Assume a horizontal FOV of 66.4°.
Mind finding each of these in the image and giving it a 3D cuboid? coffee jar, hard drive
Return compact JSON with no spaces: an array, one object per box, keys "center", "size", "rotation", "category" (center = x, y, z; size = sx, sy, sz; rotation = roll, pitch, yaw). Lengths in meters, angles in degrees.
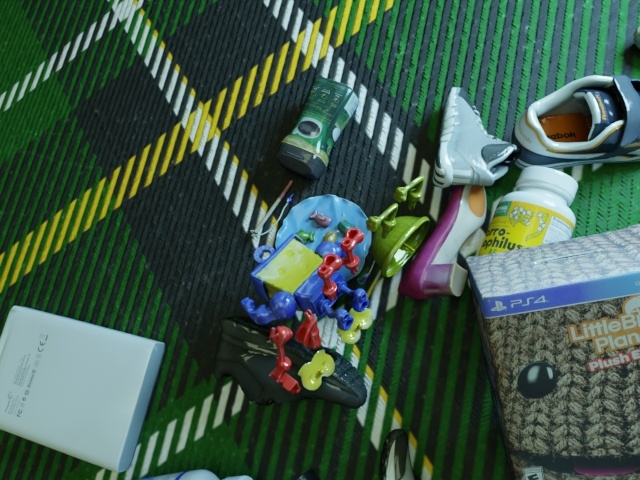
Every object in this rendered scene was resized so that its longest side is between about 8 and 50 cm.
[{"center":[-0.007,-0.210,0.929],"size":[0.096,0.079,0.184],"rotation":[25,82,17],"category":"coffee jar"},{"center":[-0.492,0.275,0.951],"size":[0.354,0.047,0.232],"rotation":[9,78,18],"category":"hard drive"}]

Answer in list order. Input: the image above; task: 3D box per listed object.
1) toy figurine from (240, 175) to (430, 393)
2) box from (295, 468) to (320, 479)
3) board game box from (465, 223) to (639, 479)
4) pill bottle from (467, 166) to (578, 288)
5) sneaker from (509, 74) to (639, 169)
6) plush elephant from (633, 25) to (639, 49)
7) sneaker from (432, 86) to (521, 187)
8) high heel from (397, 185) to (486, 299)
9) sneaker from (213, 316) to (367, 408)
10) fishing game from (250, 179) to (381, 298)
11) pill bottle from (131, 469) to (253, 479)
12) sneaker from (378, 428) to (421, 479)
[{"center":[-0.015,0.027,0.769],"size":[0.217,0.191,0.362],"rotation":[26,61,35],"category":"toy figurine"},{"center":[-0.017,0.420,0.775],"size":[0.062,0.052,0.083],"rotation":[-43,69,2],"category":"box"},{"center":[0.338,0.154,0.632],"size":[0.232,0.141,0.290],"rotation":[-13,105,12],"category":"board game box"},{"center":[0.321,-0.003,0.761],"size":[0.118,0.117,0.208],"rotation":[22,83,20],"category":"pill bottle"},{"center":[0.471,-0.191,0.768],"size":[0.322,0.127,0.126],"rotation":[-14,71,10],"category":"sneaker"},{"center":[0.697,-0.400,0.689],"size":[0.272,0.255,0.330],"rotation":[42,89,21],"category":"plush elephant"},{"center":[0.267,-0.169,0.823],"size":[0.132,0.086,0.228],"rotation":[9,56,13],"category":"sneaker"},{"center":[0.206,-0.013,0.834],"size":[0.117,0.082,0.243],"rotation":[-6,63,48],"category":"high heel"},{"center":[-0.057,0.227,0.825],"size":[0.287,0.109,0.130],"rotation":[18,90,26],"category":"sneaker"},{"center":[0.000,0.000,0.893],"size":[0.264,0.041,0.189],"rotation":[33,83,21],"category":"fishing game"},{"center":[-0.238,0.453,0.775],"size":[0.272,0.152,0.152],"rotation":[-14,72,11],"category":"pill bottle"},{"center":[0.146,0.415,0.716],"size":[0.108,0.100,0.271],"rotation":[-11,79,3],"category":"sneaker"}]
